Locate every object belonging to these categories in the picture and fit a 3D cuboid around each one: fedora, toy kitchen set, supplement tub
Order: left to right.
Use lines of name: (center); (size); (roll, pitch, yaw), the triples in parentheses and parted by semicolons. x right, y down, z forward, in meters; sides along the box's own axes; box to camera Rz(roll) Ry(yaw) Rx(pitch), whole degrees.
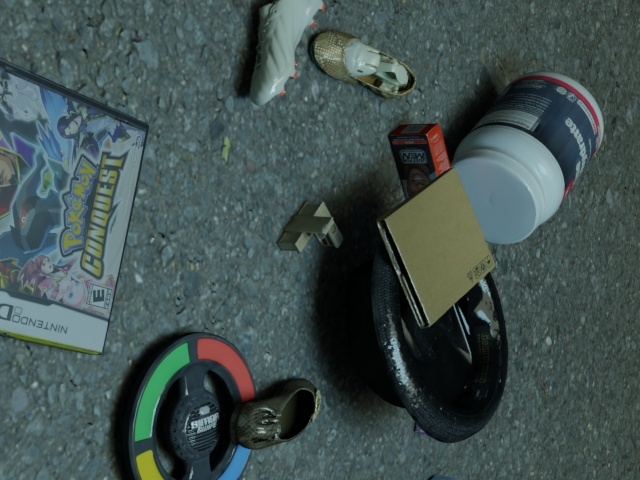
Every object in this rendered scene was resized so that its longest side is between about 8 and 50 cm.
toy kitchen set: (0.000, 0.000, 1.616); (0.083, 0.068, 0.075); (-56, 133, -33)
fedora: (0.133, 0.131, 1.712); (0.334, 0.152, 0.334); (17, 67, -45)
supplement tub: (0.335, -0.139, 1.937); (0.272, 0.191, 0.191); (-49, 128, -39)

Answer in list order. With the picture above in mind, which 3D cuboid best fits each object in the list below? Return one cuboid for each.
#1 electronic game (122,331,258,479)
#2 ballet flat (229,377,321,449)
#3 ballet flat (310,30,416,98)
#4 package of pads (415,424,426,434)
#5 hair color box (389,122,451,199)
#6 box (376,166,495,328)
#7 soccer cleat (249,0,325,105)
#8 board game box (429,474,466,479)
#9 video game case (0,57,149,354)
electronic game: (-0.156, 0.227, 1.446); (0.229, 0.048, 0.229); (-4, 95, -52)
ballet flat: (-0.044, 0.230, 1.539); (0.250, 0.058, 0.084); (5, 88, -69)
ballet flat: (0.070, -0.255, 1.692); (0.206, 0.067, 0.073); (11, 85, -51)
package of pads: (0.181, 0.272, 1.894); (0.050, 0.032, 0.083); (21, 76, -48)
hair color box: (0.161, -0.108, 1.814); (0.043, 0.072, 0.141); (-43, 124, -43)
box: (0.166, 0.006, 1.650); (0.201, 0.021, 0.164); (-35, 106, -46)
soccer cleat: (-0.059, -0.264, 1.536); (0.076, 0.068, 0.196); (37, 61, -30)
board game box: (0.148, 0.585, 1.841); (0.318, 0.066, 0.318); (-29, 114, -47)
video game case: (-0.304, -0.032, 1.251); (0.248, 0.035, 0.275); (22, 75, -50)
